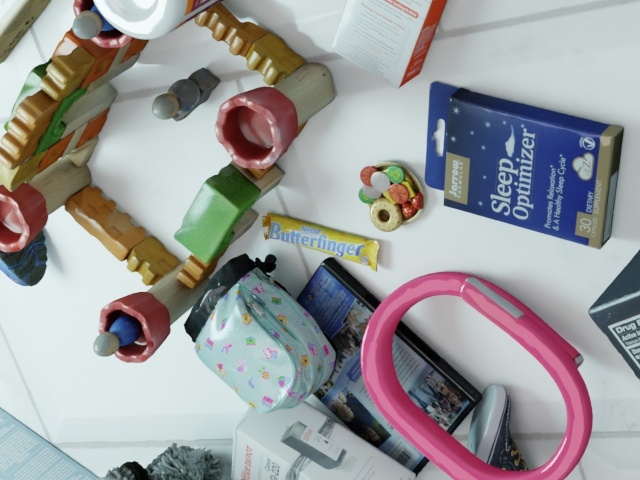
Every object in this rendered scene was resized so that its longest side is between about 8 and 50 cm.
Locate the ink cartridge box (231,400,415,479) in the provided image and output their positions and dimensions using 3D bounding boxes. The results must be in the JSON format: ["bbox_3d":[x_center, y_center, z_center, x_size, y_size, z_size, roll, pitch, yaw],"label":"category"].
[{"bbox_3d":[-0.002,0.295,2.008,0.218,0.092,0.158,33,151,15],"label":"ink cartridge box"}]

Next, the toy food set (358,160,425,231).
[{"bbox_3d":[0.081,-0.053,1.827,0.083,0.020,0.082,-21,103,40],"label":"toy food set"}]

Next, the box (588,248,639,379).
[{"bbox_3d":[0.475,0.094,1.522,0.294,0.183,0.296,53,138,-8],"label":"box"}]

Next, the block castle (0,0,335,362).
[{"bbox_3d":[-0.217,-0.092,1.875,0.303,0.213,0.453,41,131,7],"label":"block castle"}]

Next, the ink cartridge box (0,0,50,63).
[{"bbox_3d":[-0.428,-0.336,1.957,0.193,0.088,0.234,48,132,-1],"label":"ink cartridge box"}]

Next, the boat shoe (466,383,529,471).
[{"bbox_3d":[0.218,0.259,1.898,0.083,0.065,0.183,9,108,-9],"label":"boat shoe"}]

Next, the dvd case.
[{"bbox_3d":[0.061,0.160,1.954,0.253,0.022,0.180,43,131,11],"label":"dvd case"}]

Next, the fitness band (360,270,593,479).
[{"bbox_3d":[0.178,0.163,1.821,0.291,0.054,0.209,41,113,17],"label":"fitness band"}]

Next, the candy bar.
[{"bbox_3d":[0.000,0.000,1.913,0.161,0.018,0.040,15,123,25],"label":"candy bar"}]

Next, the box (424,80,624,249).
[{"bbox_3d":[0.208,-0.083,1.717,0.225,0.036,0.136,17,124,26],"label":"box"}]

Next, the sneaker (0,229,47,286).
[{"bbox_3d":[-0.453,-0.024,2.172,0.221,0.083,0.087,50,145,6],"label":"sneaker"}]

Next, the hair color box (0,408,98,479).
[{"bbox_3d":[-0.392,0.428,2.359,0.374,0.113,0.185,33,130,14],"label":"hair color box"}]

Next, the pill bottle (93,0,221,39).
[{"bbox_3d":[-0.137,-0.304,1.692,0.121,0.221,0.121,16,124,25],"label":"pill bottle"}]

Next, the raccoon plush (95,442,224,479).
[{"bbox_3d":[-0.148,0.437,2.035,0.299,0.446,0.216,35,98,12],"label":"raccoon plush"}]

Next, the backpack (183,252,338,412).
[{"bbox_3d":[-0.073,0.124,1.940,0.182,0.115,0.152,44,129,14],"label":"backpack"}]

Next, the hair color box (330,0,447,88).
[{"bbox_3d":[0.082,-0.256,1.687,0.093,0.053,0.167,33,131,15],"label":"hair color box"}]
